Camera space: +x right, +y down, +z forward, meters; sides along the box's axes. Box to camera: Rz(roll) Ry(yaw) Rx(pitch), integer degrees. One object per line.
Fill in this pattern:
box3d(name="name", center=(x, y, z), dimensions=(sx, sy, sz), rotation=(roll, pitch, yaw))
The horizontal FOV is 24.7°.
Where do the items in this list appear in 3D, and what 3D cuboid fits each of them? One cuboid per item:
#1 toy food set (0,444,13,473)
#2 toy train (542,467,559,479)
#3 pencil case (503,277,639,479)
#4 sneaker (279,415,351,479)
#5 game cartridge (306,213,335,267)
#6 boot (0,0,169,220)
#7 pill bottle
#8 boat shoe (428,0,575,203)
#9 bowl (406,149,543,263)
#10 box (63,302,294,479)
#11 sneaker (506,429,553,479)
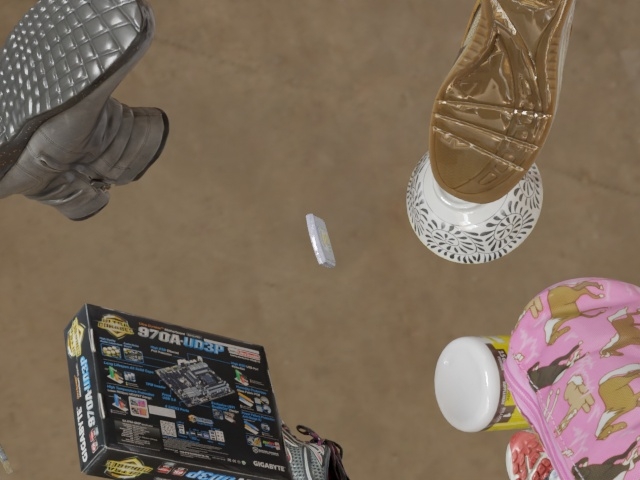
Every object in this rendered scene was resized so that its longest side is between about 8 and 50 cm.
box3d(name="toy food set", center=(-0.362, 0.193, 1.548), dimensions=(0.019, 0.122, 0.078), rotation=(-25, 119, -16))
box3d(name="toy train", center=(0.256, 0.264, 1.365), dimensions=(0.080, 0.105, 0.184), rotation=(-43, 150, -5))
box3d(name="pencil case", center=(0.257, 0.163, 1.145), dimensions=(0.167, 0.160, 0.386), rotation=(36, 14, -16))
box3d(name="sneaker", center=(-0.031, 0.272, 1.808), dimensions=(0.121, 0.112, 0.299), rotation=(33, 18, -52))
box3d(name="game cartridge", center=(0.000, 0.000, 2.295), dimensions=(0.056, 0.017, 0.083), rotation=(18, 53, -65))
box3d(name="boot", center=(-0.237, -0.144, 1.530), dimensions=(0.222, 0.338, 0.118), rotation=(7, 58, -50))
box3d(name="pill bottle", center=(0.257, 0.175, 1.820), dimensions=(0.215, 0.117, 0.117), rotation=(0, 78, -33))
box3d(name="boat shoe", center=(0.202, -0.199, 1.497), dimensions=(0.123, 0.123, 0.342), rotation=(-52, 157, -55))
box3d(name="bowl", center=(0.179, -0.064, 1.753), dimensions=(0.080, 0.170, 0.170), rotation=(48, 40, -69))
box3d(name="box", center=(-0.141, 0.165, 1.457), dimensions=(0.220, 0.051, 0.175), rotation=(16, 41, -34))
box3d(name="sneaker", center=(0.265, 0.290, 1.685), dimensions=(0.088, 0.093, 0.225), rotation=(-38, 128, -4))
